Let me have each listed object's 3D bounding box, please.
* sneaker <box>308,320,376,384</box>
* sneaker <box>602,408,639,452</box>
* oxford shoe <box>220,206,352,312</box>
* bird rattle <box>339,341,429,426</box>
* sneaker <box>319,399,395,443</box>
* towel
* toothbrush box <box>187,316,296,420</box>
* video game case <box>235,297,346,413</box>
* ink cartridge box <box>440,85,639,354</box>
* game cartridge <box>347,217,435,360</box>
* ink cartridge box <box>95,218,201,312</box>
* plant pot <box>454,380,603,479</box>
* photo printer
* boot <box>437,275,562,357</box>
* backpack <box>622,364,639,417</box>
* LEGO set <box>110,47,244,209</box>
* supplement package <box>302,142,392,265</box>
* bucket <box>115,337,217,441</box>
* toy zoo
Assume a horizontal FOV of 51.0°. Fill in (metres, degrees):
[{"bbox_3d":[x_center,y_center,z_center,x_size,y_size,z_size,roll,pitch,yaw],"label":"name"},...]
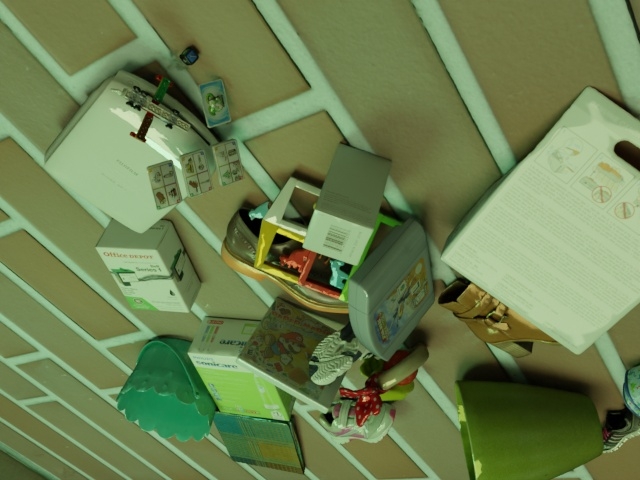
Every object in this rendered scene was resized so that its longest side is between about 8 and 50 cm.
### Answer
[{"bbox_3d":[0.085,0.244,1.499,0.094,0.235,0.153,24,162,39],"label":"sneaker"},{"bbox_3d":[0.699,0.448,1.600,0.075,0.063,0.170,27,133,-11],"label":"sneaker"},{"bbox_3d":[-0.024,0.041,1.364,0.364,0.130,0.132,19,133,-1],"label":"oxford shoe"},{"bbox_3d":[0.151,0.301,1.529,0.207,0.253,0.143,-39,75,15],"label":"bird rattle"},{"bbox_3d":[0.091,0.487,1.827,0.252,0.103,0.111,-25,125,37],"label":"sneaker"},{"bbox_3d":[-0.194,0.636,2.142,0.272,0.040,0.370,7,140,14],"label":"towel"},{"bbox_3d":[-0.190,0.336,1.746,0.206,0.122,0.283,2,137,18],"label":"toothbrush box"},{"bbox_3d":[-0.046,0.252,1.510,0.227,0.206,0.026,29,133,4],"label":"video game case"},{"bbox_3d":[0.438,-0.027,1.132,0.308,0.091,0.385,36,121,1],"label":"ink cartridge box"},{"bbox_3d":[0.140,0.112,1.303,0.062,0.198,0.297,26,156,29],"label":"game cartridge"},{"bbox_3d":[-0.389,0.059,1.534,0.160,0.092,0.219,1,137,17],"label":"ink cartridge box"},{"bbox_3d":[0.481,0.442,1.549,0.294,0.274,0.274,-9,134,6],"label":"plant pot"},{"bbox_3d":[-0.347,-0.164,1.264,0.256,0.107,0.308,38,135,-23],"label":"photo printer"},{"bbox_3d":[0.391,0.117,1.331,0.220,0.109,0.283,34,144,-12],"label":"boot"},{"bbox_3d":[0.698,0.326,1.433,0.114,0.105,0.084,39,134,-15],"label":"backpack"},{"bbox_3d":[-0.239,-0.195,1.144,0.060,0.183,0.244,16,123,49],"label":"LEGO set"},{"bbox_3d":[0.049,-0.065,1.176,0.105,0.179,0.105,19,139,0],"label":"supplement package"},{"bbox_3d":[-0.404,0.410,1.856,0.281,0.183,0.281,10,138,9],"label":"bucket"},{"bbox_3d":[0.000,0.000,1.296,0.293,0.030,0.192,21,103,-6],"label":"toy zoo"}]
